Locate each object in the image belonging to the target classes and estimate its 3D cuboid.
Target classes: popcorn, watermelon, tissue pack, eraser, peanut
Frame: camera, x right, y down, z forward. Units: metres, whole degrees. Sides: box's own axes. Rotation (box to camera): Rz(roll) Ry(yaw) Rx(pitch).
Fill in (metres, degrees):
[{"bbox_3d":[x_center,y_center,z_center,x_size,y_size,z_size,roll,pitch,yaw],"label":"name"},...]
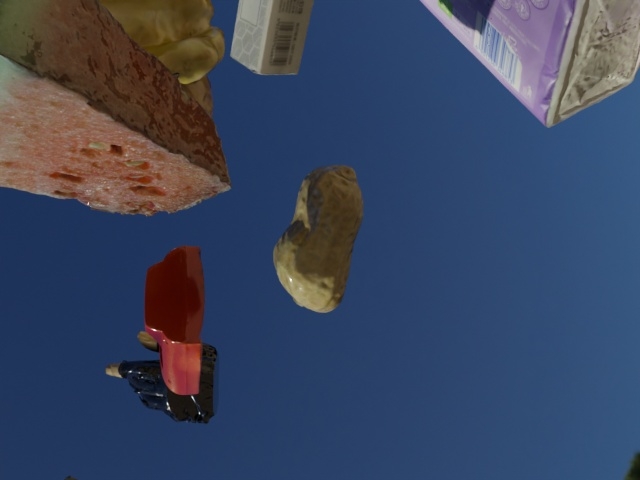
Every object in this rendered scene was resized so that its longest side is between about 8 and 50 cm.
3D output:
[{"bbox_3d":[-0.287,-0.216,1.109,0.381,0.349,0.348,-99,-16,-60],"label":"popcorn"},{"bbox_3d":[-0.200,-0.107,0.756,0.257,0.193,0.139,27,-121,-32],"label":"watermelon"},{"bbox_3d":[0.223,-0.336,0.973,0.160,0.338,0.242,-27,-29,-15],"label":"tissue pack"},{"bbox_3d":[-0.057,-0.478,1.396,0.098,0.096,0.403,-8,-59,-40],"label":"eraser"},{"bbox_3d":[-0.006,0.005,1.587,0.159,0.143,0.291,-22,-49,-53],"label":"peanut"}]

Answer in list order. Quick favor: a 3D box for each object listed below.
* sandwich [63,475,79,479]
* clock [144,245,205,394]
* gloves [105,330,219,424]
[{"bbox_3d":[-0.380,0.474,1.455,0.163,0.113,0.079,38,-112,-8],"label":"sandwich"},{"bbox_3d":[-0.155,0.091,0.931,0.155,0.061,0.113,101,166,-59],"label":"clock"},{"bbox_3d":[-0.253,0.220,1.348,0.106,0.181,0.129,-87,-2,-58],"label":"gloves"}]
